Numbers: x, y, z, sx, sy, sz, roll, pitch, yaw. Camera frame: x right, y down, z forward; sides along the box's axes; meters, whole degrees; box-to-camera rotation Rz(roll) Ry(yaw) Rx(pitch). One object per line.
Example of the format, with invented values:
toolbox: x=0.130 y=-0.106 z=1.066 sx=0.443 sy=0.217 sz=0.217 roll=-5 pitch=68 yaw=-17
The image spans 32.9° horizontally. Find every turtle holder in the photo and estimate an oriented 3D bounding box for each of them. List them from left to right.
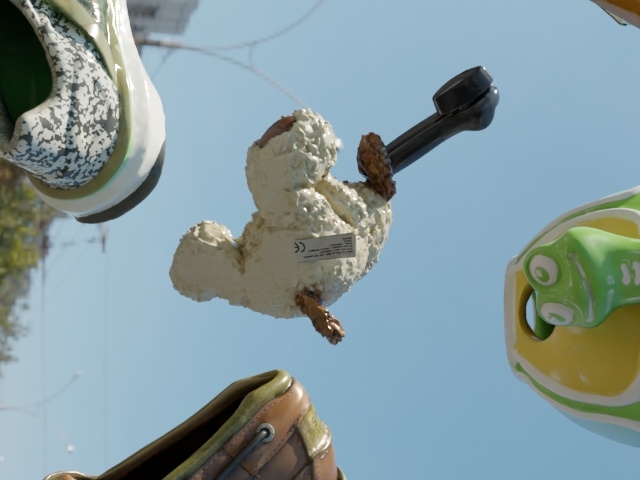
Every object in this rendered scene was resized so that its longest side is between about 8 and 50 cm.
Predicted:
turtle holder: x=0.272 y=0.074 z=0.912 sx=0.320 sy=0.227 sz=0.243 roll=-35 pitch=120 yaw=-63

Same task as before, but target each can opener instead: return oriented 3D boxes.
can opener: x=0.128 y=-0.129 z=1.265 sx=0.186 sy=0.073 sz=0.059 roll=-36 pitch=-168 yaw=13

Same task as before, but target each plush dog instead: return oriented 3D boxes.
plush dog: x=0.000 y=0.000 z=1.187 sx=0.210 sy=0.225 sz=0.262 roll=46 pitch=-60 yaw=12

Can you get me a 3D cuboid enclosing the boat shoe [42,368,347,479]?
boat shoe: x=-0.131 y=0.174 z=0.603 sx=0.111 sy=0.307 sz=0.104 roll=11 pitch=-54 yaw=65

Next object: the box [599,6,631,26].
box: x=0.385 y=-0.341 z=1.038 sx=0.087 sy=0.169 sz=0.290 roll=52 pitch=-51 yaw=35

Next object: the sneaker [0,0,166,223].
sneaker: x=-0.255 y=-0.221 z=0.926 sx=0.410 sy=0.158 sz=0.182 roll=69 pitch=15 yaw=15

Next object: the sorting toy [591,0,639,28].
sorting toy: x=0.026 y=-0.170 z=0.335 sx=0.229 sy=0.307 sz=0.041 roll=-48 pitch=-161 yaw=58
